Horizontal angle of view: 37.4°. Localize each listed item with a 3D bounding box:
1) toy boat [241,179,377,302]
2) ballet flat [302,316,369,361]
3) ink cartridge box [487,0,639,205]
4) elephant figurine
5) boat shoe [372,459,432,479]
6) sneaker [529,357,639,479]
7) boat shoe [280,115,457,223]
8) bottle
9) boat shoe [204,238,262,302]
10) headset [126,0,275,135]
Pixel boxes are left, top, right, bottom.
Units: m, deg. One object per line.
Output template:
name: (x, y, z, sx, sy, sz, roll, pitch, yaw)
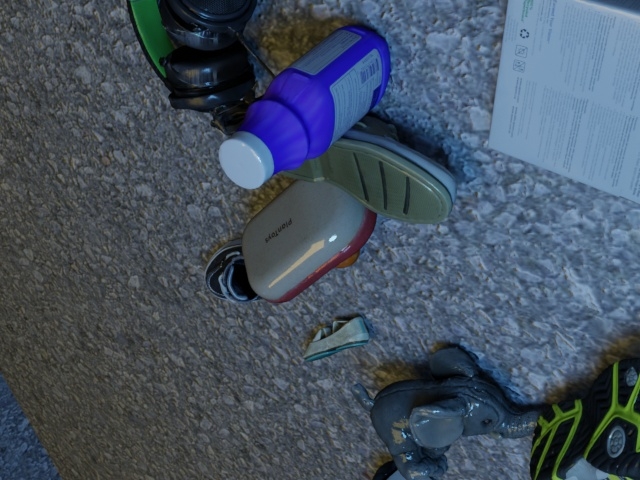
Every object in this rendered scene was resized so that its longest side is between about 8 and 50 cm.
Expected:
toy boat: (0.000, 0.000, 1.417, 0.231, 0.151, 0.151, -38, 51, 33)
ballet flat: (0.025, 0.164, 1.597, 0.168, 0.057, 0.052, -25, 73, 48)
ink cartridge box: (0.301, -0.164, 1.040, 0.224, 0.045, 0.223, 27, 137, 27)
elephant figurine: (0.200, 0.247, 1.418, 0.239, 0.186, 0.169, -44, 52, 42)
boat shoe: (0.216, 0.541, 1.659, 0.340, 0.127, 0.158, 46, 149, 19)
sneaker: (0.402, 0.244, 1.180, 0.147, 0.145, 0.385, 15, 160, -8)
boat shoe: (0.062, -0.117, 1.274, 0.302, 0.103, 0.113, 24, 140, 30)
bottle: (-0.016, -0.162, 1.168, 0.092, 0.283, 0.118, 25, 137, 21)
boat shoe: (-0.126, 0.061, 1.611, 0.301, 0.102, 0.108, -14, 109, 50)
headset: (-0.178, -0.274, 1.324, 0.394, 0.185, 0.243, 40, 143, 32)
